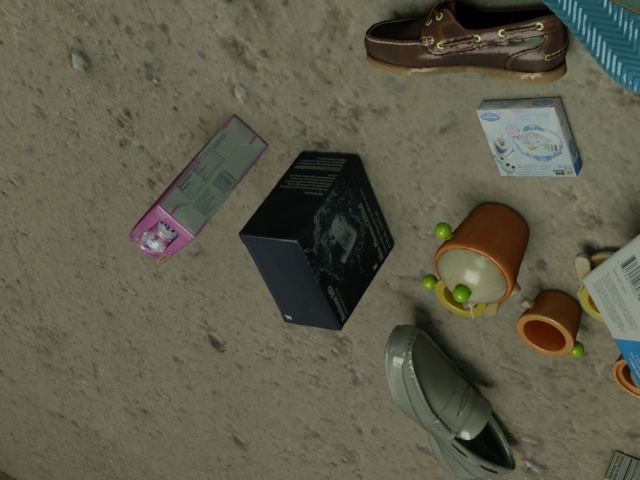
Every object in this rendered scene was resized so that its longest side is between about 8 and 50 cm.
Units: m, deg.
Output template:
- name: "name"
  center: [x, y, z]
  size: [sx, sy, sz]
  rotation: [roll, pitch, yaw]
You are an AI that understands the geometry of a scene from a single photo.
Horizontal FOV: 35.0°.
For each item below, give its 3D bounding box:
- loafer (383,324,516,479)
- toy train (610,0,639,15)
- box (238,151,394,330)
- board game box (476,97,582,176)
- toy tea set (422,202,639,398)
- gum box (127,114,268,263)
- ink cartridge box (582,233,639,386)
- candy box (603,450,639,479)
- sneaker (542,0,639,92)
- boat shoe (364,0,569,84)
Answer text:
- name: "loafer"
  center: [0.186, 0.230, 1.430]
  size: [0.111, 0.112, 0.319]
  rotation: [-1, 140, 35]
- name: "toy train"
  center: [0.305, -0.205, 0.705]
  size: [0.334, 0.142, 0.190]
  rotation: [19, 155, -15]
- name: "box"
  center: [0.000, 0.000, 1.256]
  size: [0.093, 0.158, 0.156]
  rotation: [7, 137, 36]
- name: "board game box"
  center: [0.218, -0.107, 1.061]
  size: [0.090, 0.020, 0.090]
  rotation: [4, 136, 38]
- name: "toy tea set"
  center: [0.264, 0.091, 1.168]
  size: [0.336, 0.124, 0.200]
  rotation: [23, 144, 18]
- name: "gum box"
  center: [-0.157, -0.061, 1.291]
  size: [0.062, 0.188, 0.107]
  rotation: [42, 145, -10]
- name: "ink cartridge box"
  center: [0.372, 0.045, 0.973]
  size: [0.203, 0.086, 0.148]
  rotation: [-48, 57, 48]
- name: "candy box"
  center: [0.478, 0.368, 1.387]
  size: [0.187, 0.053, 0.109]
  rotation: [20, 144, 23]
- name: "sneaker"
  center: [0.234, -0.232, 0.844]
  size: [0.228, 0.092, 0.087]
  rotation: [57, 147, 3]
- name: "boat shoe"
  center: [0.136, -0.200, 0.978]
  size: [0.207, 0.073, 0.073]
  rotation: [7, 136, 25]
